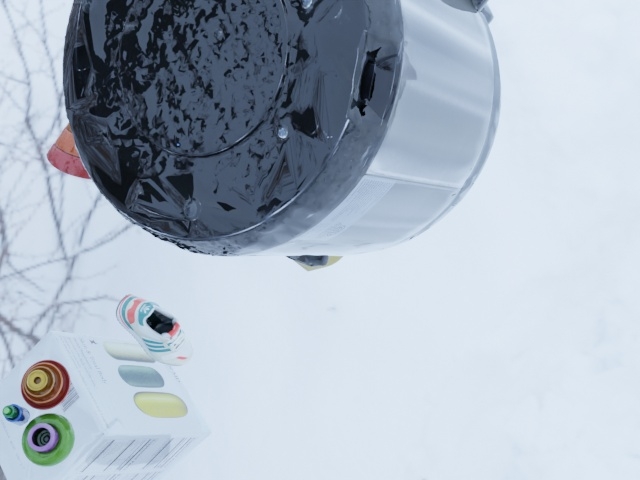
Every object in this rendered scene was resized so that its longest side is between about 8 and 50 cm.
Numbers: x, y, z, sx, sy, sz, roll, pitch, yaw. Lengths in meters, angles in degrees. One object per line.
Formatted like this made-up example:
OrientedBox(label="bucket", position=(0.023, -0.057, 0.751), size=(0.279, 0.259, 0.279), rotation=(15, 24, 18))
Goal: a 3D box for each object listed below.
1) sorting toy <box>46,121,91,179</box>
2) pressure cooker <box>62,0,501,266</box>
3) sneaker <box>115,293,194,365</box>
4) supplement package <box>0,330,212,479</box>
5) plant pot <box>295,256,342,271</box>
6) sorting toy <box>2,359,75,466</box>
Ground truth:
OrientedBox(label="sorting toy", position=(-0.245, -0.160, 1.479), size=(0.127, 0.365, 0.126), rotation=(-123, 45, -58))
OrientedBox(label="pressure cooker", position=(-0.012, -0.157, 0.978), size=(0.369, 0.420, 0.376), rotation=(1, 90, 30))
OrientedBox(label="sneaker", position=(-0.228, 0.140, 1.348), size=(0.075, 0.161, 0.057), rotation=(9, 57, 41))
OrientedBox(label="supplement package", position=(-0.358, 0.289, 1.472), size=(0.198, 0.262, 0.199), rotation=(-44, 63, 15))
OrientedBox(label="plant pot", position=(0.000, 0.000, 1.598), size=(0.083, 0.081, 0.081), rotation=(-6, 63, 28))
OrientedBox(label="sorting toy", position=(-0.269, 0.162, 0.872), size=(0.042, 0.061, 0.102), rotation=(83, 180, -72))
